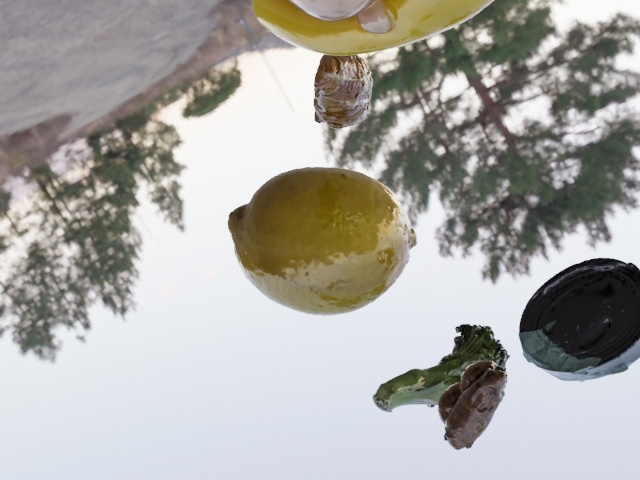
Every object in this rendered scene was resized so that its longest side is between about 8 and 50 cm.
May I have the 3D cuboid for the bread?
[{"bbox_3d":[0.032,-0.202,1.168,0.076,0.105,0.233,13,-175,4],"label":"bread"}]

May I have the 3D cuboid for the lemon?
[{"bbox_3d":[0.005,0.001,1.324,0.263,0.236,0.236,16,-142,31],"label":"lemon"}]

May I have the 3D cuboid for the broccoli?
[{"bbox_3d":[0.232,0.265,1.687,0.304,0.165,0.145,-14,-146,-32],"label":"broccoli"}]

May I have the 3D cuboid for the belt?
[{"bbox_3d":[0.371,0.115,1.200,0.198,0.151,0.078,-33,148,18],"label":"belt"}]

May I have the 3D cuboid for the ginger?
[{"bbox_3d":[0.256,0.261,1.434,0.162,0.073,0.103,-59,-160,20],"label":"ginger"}]

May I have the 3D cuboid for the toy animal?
[{"bbox_3d":[0.055,-0.347,0.823,0.277,0.247,0.345,31,-93,34],"label":"toy animal"}]
